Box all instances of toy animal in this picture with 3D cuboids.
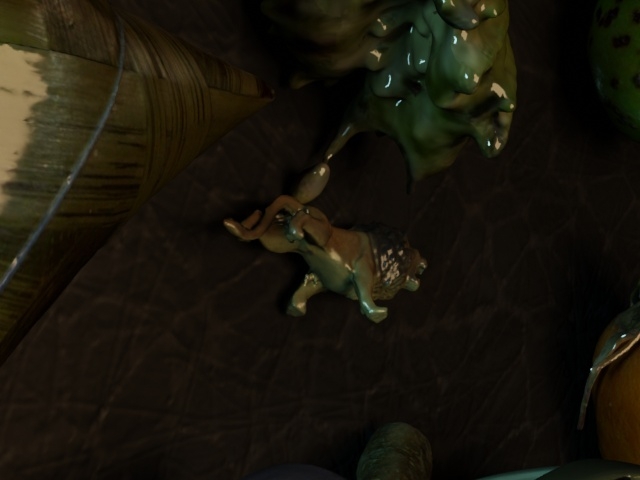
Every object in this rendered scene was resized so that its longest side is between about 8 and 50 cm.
[{"bbox_3d":[-0.001,0.016,0.943,0.220,0.069,0.086,20,61,-54],"label":"toy animal"}]

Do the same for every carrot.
[{"bbox_3d":[0.349,0.148,1.251,0.193,0.214,0.331,-55,140,-71],"label":"carrot"}]

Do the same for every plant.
[{"bbox_3d":[0.069,-0.208,0.989,0.333,0.180,0.251,-74,168,-45],"label":"plant"}]

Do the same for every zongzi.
[{"bbox_3d":[-0.143,-0.010,0.726,0.300,0.138,0.286,16,81,-48],"label":"zongzi"}]

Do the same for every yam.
[{"bbox_3d":[0.035,0.198,0.917,0.253,0.061,0.061,-52,133,-70],"label":"yam"}]

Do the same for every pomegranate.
[{"bbox_3d":[0.365,-0.171,1.225,0.211,0.263,0.211,-38,145,-32],"label":"pomegranate"}]

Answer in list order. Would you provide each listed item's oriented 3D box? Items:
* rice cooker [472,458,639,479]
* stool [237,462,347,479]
[{"bbox_3d":[0.192,0.328,0.976,0.335,0.335,0.325,-20,106,-47],"label":"rice cooker"},{"bbox_3d":[-0.071,0.260,0.736,0.178,0.272,0.272,6,86,-34],"label":"stool"}]
